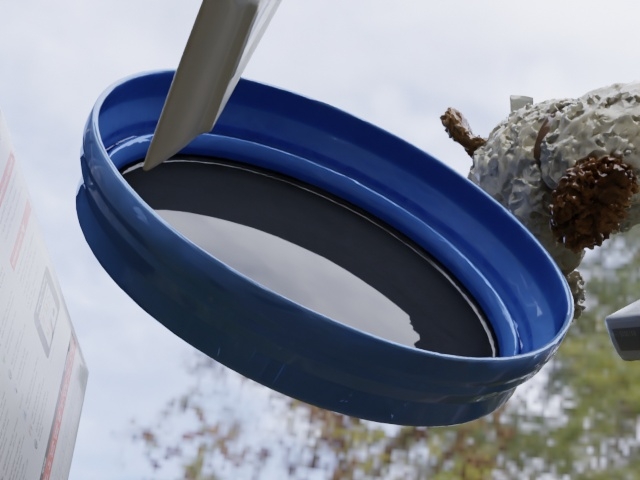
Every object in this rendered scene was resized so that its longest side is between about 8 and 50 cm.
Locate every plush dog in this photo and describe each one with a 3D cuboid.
[{"bbox_3d":[0.234,-0.070,1.387,0.211,0.262,0.225,49,-32,-10],"label":"plush dog"}]

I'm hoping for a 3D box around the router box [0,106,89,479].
[{"bbox_3d":[-0.286,0.092,1.289,0.082,0.335,0.301,-10,-60,5],"label":"router box"}]

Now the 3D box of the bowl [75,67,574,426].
[{"bbox_3d":[0.000,0.000,1.179,0.391,0.391,0.077,19,-65,-16],"label":"bowl"}]

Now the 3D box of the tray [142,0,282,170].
[{"bbox_3d":[-0.040,-0.159,0.969,0.030,0.270,0.145,23,-54,-1],"label":"tray"}]

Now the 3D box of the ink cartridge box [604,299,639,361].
[{"bbox_3d":[0.321,0.035,1.163,0.179,0.045,0.145,-23,2,-20],"label":"ink cartridge box"}]
